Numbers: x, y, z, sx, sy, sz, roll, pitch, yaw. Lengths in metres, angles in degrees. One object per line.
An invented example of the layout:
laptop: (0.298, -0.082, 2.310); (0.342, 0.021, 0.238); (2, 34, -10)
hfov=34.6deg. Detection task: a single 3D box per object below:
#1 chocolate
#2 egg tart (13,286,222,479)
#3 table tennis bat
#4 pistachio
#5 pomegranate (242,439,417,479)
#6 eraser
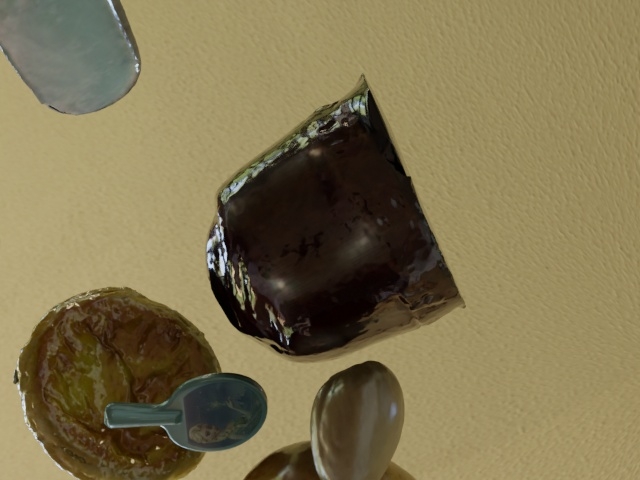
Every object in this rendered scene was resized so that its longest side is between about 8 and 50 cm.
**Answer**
chocolate: (0.000, 0.000, 1.506); (0.331, 0.383, 0.384); (-24, -105, 9)
egg tart: (-0.317, 0.239, 1.620); (0.341, 0.132, 0.341); (9, -117, -19)
table tennis bat: (-0.192, 0.250, 1.484); (0.038, 0.237, 0.149); (-110, -153, -52)
pistachio: (0.044, 0.243, 1.327); (0.126, 0.108, 0.186); (23, -108, -15)
pomegranate: (0.015, 0.455, 1.455); (0.338, 0.338, 0.338); (-3, -98, 20)
eraser: (-0.205, -0.215, 0.680); (0.081, 0.174, 0.227); (-28, -112, -4)
